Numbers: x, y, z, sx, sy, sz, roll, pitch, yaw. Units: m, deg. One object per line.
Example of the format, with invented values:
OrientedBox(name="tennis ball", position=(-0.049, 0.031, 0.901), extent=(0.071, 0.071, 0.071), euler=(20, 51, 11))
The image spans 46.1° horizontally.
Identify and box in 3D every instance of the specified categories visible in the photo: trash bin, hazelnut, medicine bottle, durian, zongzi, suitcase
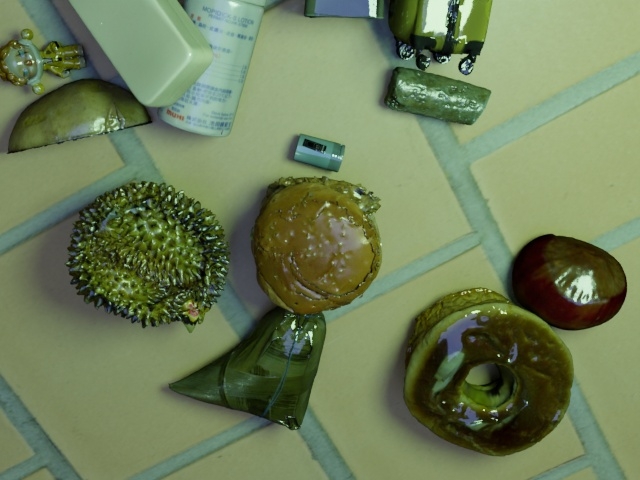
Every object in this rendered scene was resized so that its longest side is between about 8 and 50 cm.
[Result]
OrientedBox(name="trash bin", position=(0.039, -0.473, 1.183), extent=(0.122, 0.164, 0.240), euler=(2, 105, -2))
OrientedBox(name="hazelnut", position=(0.455, 0.075, 1.387), extent=(0.202, 0.160, 0.170), euler=(36, 92, 26))
OrientedBox(name="medicine bottle", position=(-0.167, -0.349, 1.231), extent=(0.130, 0.130, 0.340), euler=(16, 108, -6))
OrientedBox(name="durian", position=(-0.288, 0.024, 1.309), extent=(0.293, 0.258, 0.258), euler=(24, 107, -19))
OrientedBox(name="zongzi", position=(-0.138, 0.212, 1.426), extent=(0.275, 0.125, 0.250), euler=(14, 109, 0))
OrientedBox(name="suitcase", position=(0.185, -0.394, 1.190), extent=(0.143, 0.194, 0.234), euler=(5, 109, -6))

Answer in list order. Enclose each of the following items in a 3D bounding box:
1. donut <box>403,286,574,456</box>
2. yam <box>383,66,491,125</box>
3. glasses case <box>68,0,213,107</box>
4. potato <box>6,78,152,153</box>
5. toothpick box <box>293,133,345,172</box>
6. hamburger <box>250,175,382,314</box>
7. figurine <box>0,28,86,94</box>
OrientedBox(name="donut", position=(0.305, 0.250, 1.433), extent=(0.330, 0.160, 0.329), euler=(-2, 106, -7))
OrientedBox(name="yam", position=(0.202, -0.248, 1.304), extent=(0.179, 0.078, 0.078), euler=(12, 108, -9))
OrientedBox(name="glasses case", position=(-0.303, -0.365, 1.183), extent=(0.131, 0.070, 0.312), euler=(-40, 80, 26))
OrientedBox(name="potato", position=(-0.432, -0.219, 1.280), extent=(0.261, 0.120, 0.100), euler=(-12, 102, 2))
OrientedBox(name="toothpick box", position=(-0.002, -0.156, 1.340), extent=(0.083, 0.052, 0.052), euler=(15, 107, -5))
OrientedBox(name="hamburger", position=(-0.004, -0.008, 1.315), extent=(0.261, 0.211, 0.245), euler=(-37, 100, 15))
OrientedBox(name="figurine", position=(-0.476, -0.309, 1.276), extent=(0.143, 0.068, 0.101), euler=(-32, 111, -4))
